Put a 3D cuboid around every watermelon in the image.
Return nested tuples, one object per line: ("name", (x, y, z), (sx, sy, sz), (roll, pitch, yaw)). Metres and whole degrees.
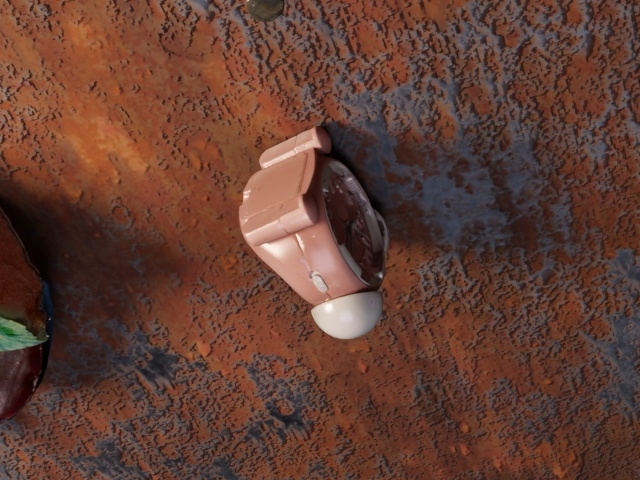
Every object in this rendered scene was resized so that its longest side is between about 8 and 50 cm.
("watermelon", (-0.382, 0.036, 1.167), (0.146, 0.231, 0.128), (-44, 159, 32))

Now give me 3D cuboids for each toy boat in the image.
("toy boat", (-0.338, 0.107, 1.283), (0.100, 0.097, 0.223), (4, 140, -19))

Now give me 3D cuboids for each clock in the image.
("clock", (0.000, 0.000, 1.132), (0.092, 0.166, 0.162), (-25, 121, 23))

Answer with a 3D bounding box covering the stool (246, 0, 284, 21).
("stool", (-0.060, -0.258, 0.900), (0.228, 0.139, 0.153), (5, 128, -7))
